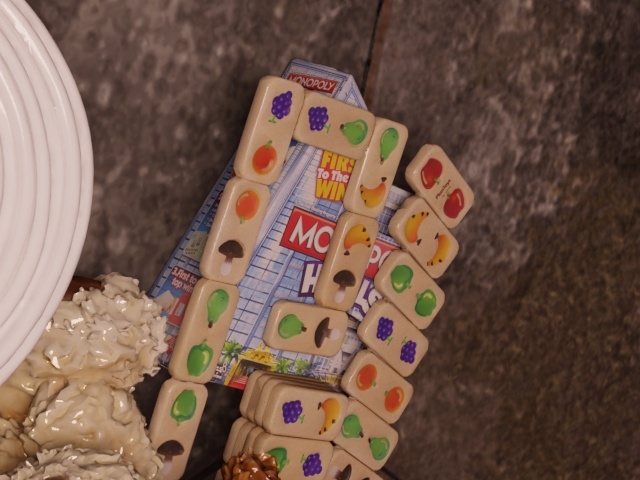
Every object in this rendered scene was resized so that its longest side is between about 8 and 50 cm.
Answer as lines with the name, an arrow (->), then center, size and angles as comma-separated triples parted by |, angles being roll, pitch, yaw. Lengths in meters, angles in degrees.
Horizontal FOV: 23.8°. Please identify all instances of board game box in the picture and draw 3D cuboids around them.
board game box -> 0.000, 0.000, 0.925 | 0.194, 0.060, 0.194 | 20, 92, -44

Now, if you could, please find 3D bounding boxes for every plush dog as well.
plush dog -> -0.139, 0.161, 0.741 | 0.262, 0.225, 0.210 | -26, 121, -33

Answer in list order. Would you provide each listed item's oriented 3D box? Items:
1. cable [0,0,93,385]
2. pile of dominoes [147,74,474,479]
cable -> -0.222, -0.033, 0.649 | 0.257, 0.089, 0.257 | 52, 60, -18
pile of dominoes -> 0.010, 0.049, 0.882 | 0.196, 0.040, 0.251 | 14, 96, -44
